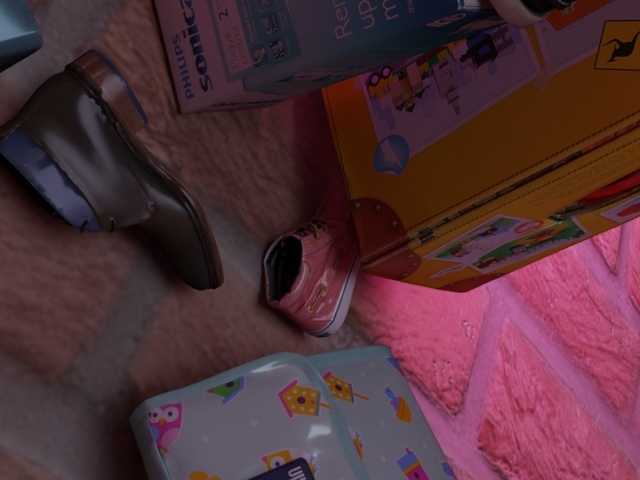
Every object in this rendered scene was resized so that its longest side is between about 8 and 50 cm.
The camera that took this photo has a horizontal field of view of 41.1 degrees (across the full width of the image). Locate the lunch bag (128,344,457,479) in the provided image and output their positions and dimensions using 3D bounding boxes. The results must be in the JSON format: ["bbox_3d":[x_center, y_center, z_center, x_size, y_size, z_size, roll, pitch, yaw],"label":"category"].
[{"bbox_3d":[-0.009,0.208,0.665,0.262,0.160,0.223,7,50,-51],"label":"lunch bag"}]

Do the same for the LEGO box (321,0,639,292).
[{"bbox_3d":[0.238,-0.218,0.781,0.193,0.500,0.372,13,58,-46],"label":"LEGO box"}]

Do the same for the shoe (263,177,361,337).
[{"bbox_3d":[0.000,0.000,0.840,0.081,0.063,0.178,38,58,-42],"label":"shoe"}]

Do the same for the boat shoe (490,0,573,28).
[{"bbox_3d":[0.160,-0.332,0.610,0.127,0.113,0.340,10,73,-49],"label":"boat shoe"}]

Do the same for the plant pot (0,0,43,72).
[{"bbox_3d":[-0.311,-0.128,0.441,0.234,0.165,0.165,-32,106,-40],"label":"plant pot"}]

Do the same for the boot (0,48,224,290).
[{"bbox_3d":[-0.164,-0.027,0.669,0.106,0.082,0.219,-39,117,-23],"label":"boot"}]

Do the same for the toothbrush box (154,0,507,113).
[{"bbox_3d":[-0.004,-0.248,0.717,0.126,0.296,0.216,-15,94,-50],"label":"toothbrush box"}]
